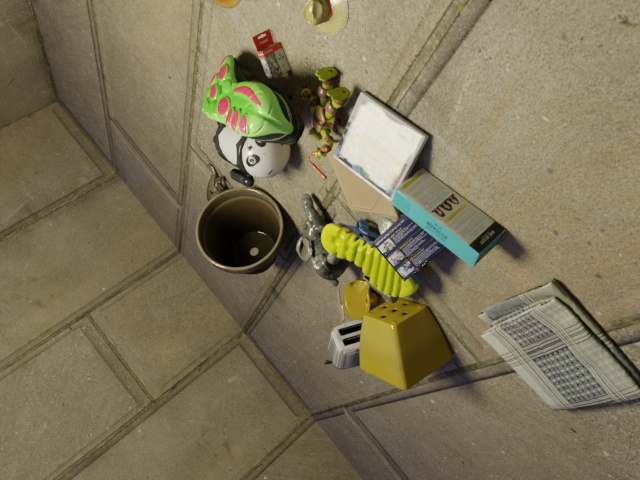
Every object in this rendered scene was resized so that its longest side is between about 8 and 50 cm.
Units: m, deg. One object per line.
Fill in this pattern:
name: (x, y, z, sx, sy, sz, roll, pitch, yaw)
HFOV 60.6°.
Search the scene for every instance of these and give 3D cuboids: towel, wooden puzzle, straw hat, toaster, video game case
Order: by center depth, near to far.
straw hat: (-0.008, -0.513, 1.213, 0.144, 0.061, 0.145, 40, 152, 27)
towel: (0.540, 0.260, 1.281, 0.324, 0.056, 0.312, 50, 155, 7)
video game case: (0.137, -0.222, 1.300, 0.201, 0.023, 0.184, 41, 127, 23)
wooden puzzle: (0.114, -0.170, 1.473, 0.238, 0.044, 0.221, 20, 140, 56)
toaster: (0.116, 0.363, 1.935, 0.147, 0.226, 0.129, 95, 158, -52)

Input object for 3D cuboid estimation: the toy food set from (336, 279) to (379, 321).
toy food set: (0.138, 0.204, 1.881, 0.218, 0.071, 0.128, -30, 70, 61)

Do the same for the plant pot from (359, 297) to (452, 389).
plant pot: (0.244, 0.295, 1.670, 0.212, 0.212, 0.187, 12, 121, 54)

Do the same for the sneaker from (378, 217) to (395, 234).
sneaker: (0.218, -0.007, 1.463, 0.152, 0.061, 0.054, 42, 120, 14)

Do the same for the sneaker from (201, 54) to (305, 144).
sneaker: (-0.192, -0.370, 1.520, 0.202, 0.185, 0.483, 23, -161, -36)

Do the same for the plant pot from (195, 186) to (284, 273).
plant pot: (-0.277, 0.001, 2.088, 0.323, 0.323, 0.280, 43, 170, 19)

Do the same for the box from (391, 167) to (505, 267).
box: (0.288, -0.056, 1.251, 0.244, 0.100, 0.060, 42, 154, 22)

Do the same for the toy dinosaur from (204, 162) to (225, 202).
toy dinosaur: (-0.418, -0.167, 2.273, 0.314, 0.121, 0.160, 50, 141, -4)

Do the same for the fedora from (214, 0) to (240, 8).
fedora: (-0.232, -0.679, 1.358, 0.194, 0.079, 0.194, 32, 144, 27)

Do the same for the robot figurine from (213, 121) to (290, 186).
robot figurine: (-0.220, -0.301, 1.705, 0.278, 0.173, 0.209, 32, 150, 37)

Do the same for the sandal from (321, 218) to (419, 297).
sandal: (0.158, 0.034, 1.553, 0.317, 0.138, 0.126, 40, 135, 22)

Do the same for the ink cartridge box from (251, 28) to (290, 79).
ink cartridge box: (-0.129, -0.491, 1.441, 0.029, 0.062, 0.115, 19, 139, 51)

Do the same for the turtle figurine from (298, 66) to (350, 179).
turtle figurine: (0.013, -0.309, 1.384, 0.217, 0.087, 0.270, 116, 146, -57)

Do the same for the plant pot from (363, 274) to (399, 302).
plant pot: (0.206, 0.122, 1.616, 0.109, 0.109, 0.096, 35, 161, 32)

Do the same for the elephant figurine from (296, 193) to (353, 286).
elephant figurine: (0.000, 0.000, 1.783, 0.239, 0.186, 0.169, 51, -160, 28)

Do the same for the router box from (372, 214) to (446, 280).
router box: (0.236, 0.000, 1.385, 0.133, 0.046, 0.179, 50, 125, 6)
